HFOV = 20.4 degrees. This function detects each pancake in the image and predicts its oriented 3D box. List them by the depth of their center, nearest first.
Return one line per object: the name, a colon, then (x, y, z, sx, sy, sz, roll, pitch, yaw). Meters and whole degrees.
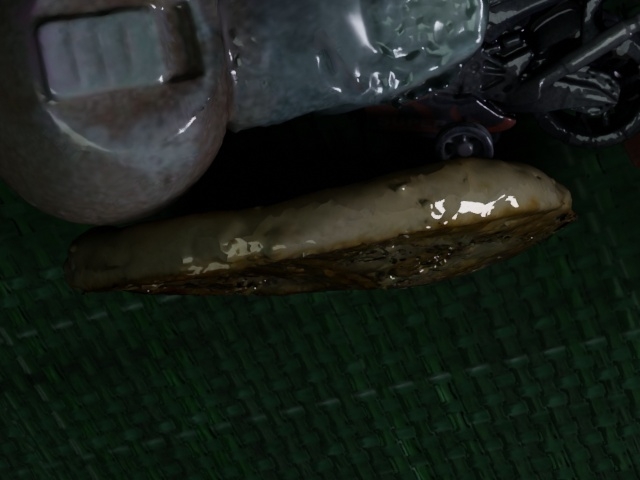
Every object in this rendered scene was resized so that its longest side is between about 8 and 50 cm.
pancake: (0.000, 0.002, 1.160, 0.356, 0.356, 0.065, -6, 83, 12)

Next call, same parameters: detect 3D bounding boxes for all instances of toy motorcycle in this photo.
toy motorcycle: (0.075, -0.142, 1.145, 0.307, 0.108, 0.173, 3, 122, 3)

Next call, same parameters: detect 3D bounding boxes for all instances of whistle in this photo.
whistle: (-0.070, -0.111, 1.051, 0.347, 0.189, 0.189, -12, 129, -17)

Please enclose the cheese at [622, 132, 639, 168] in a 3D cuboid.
cheese: (0.329, -0.026, 1.199, 0.177, 0.203, 0.128, 11, 131, -41)
